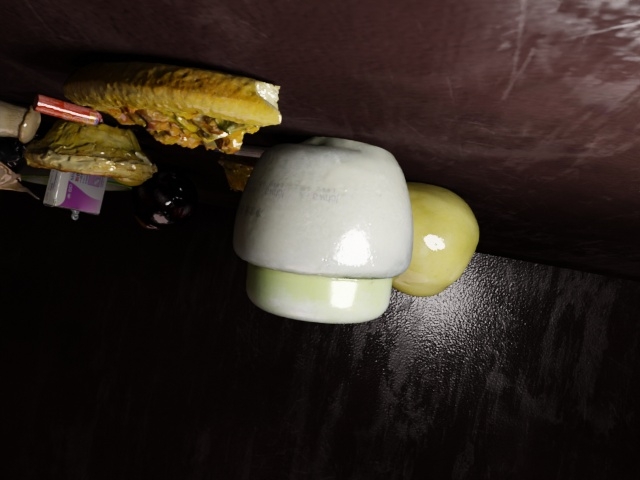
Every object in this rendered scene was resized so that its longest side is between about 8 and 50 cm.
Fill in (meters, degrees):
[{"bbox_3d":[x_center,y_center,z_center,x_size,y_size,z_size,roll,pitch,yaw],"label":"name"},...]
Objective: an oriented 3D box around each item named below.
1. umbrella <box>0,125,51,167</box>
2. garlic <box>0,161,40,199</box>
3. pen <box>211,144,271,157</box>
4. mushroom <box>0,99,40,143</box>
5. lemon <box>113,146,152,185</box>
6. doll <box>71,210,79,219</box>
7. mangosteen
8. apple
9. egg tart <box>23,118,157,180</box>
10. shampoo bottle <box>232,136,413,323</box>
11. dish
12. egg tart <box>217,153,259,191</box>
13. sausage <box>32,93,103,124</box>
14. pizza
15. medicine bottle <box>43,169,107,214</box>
[{"bbox_3d":[-0.762,-0.252,1.719,0.273,0.122,0.110,4,-143,43],"label":"umbrella"},{"bbox_3d":[-0.866,-0.199,1.660,0.196,0.151,0.338,11,150,15],"label":"garlic"},{"bbox_3d":[-0.141,-0.183,1.378,0.204,0.025,0.025,10,178,30],"label":"pen"},{"bbox_3d":[-0.705,-0.256,1.369,0.247,0.096,0.108,8,156,-3],"label":"mushroom"},{"bbox_3d":[-0.491,-0.195,1.737,0.133,0.109,0.109,19,173,-41],"label":"lemon"},{"bbox_3d":[-0.652,-0.166,1.784,0.075,0.227,0.102,-9,171,30],"label":"doll"},{"bbox_3d":[-0.514,-0.122,2.164,0.212,0.211,0.250,12,145,-35],"label":"mangosteen"},{"bbox_3d":[0.210,-0.004,1.464,0.263,0.262,0.262,11,178,0],"label":"apple"},{"bbox_3d":[-0.491,-0.197,1.451,0.295,0.116,0.295,6,-174,-1],"label":"egg tart"},{"bbox_3d":[0.006,-0.023,1.208,0.323,0.317,0.322,4,-174,0],"label":"shampoo bottle"},{"bbox_3d":[-0.722,-0.227,1.994,0.325,0.124,0.324,4,179,0],"label":"dish"},{"bbox_3d":[-0.145,-0.146,1.558,0.213,0.090,0.212,15,177,1],"label":"egg tart"},{"bbox_3d":[-0.476,-0.245,1.279,0.130,0.034,0.034,13,177,-37],"label":"sausage"},{"bbox_3d":[-0.206,-0.187,0.891,0.269,0.087,0.258,14,174,-19],"label":"pizza"},{"bbox_3d":[-0.606,-0.172,1.687,0.052,0.201,0.171,13,178,20],"label":"medicine bottle"}]
